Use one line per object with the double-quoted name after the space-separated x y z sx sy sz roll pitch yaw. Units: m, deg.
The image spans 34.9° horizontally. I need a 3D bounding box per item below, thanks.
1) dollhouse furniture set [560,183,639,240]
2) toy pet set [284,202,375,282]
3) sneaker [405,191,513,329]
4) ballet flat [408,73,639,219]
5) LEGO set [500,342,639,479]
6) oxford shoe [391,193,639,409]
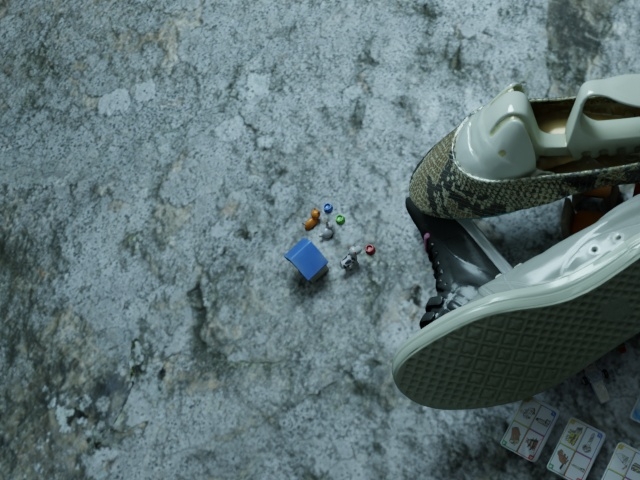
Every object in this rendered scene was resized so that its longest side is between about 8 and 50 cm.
0.476 -0.093 1.388 0.261 0.135 0.259 8 66 22 "dollhouse furniture set"
0.000 0.000 1.537 0.114 0.065 0.122 -42 58 -7 "toy pet set"
0.175 0.055 1.425 0.146 0.105 0.296 -35 62 -8 "sneaker"
0.331 -0.139 1.304 0.482 0.182 0.164 -6 61 18 "ballet flat"
0.368 0.206 1.331 0.182 0.060 0.244 26 74 15 "LEGO set"
0.295 0.078 1.292 0.449 0.169 0.130 -30 34 11 "oxford shoe"
